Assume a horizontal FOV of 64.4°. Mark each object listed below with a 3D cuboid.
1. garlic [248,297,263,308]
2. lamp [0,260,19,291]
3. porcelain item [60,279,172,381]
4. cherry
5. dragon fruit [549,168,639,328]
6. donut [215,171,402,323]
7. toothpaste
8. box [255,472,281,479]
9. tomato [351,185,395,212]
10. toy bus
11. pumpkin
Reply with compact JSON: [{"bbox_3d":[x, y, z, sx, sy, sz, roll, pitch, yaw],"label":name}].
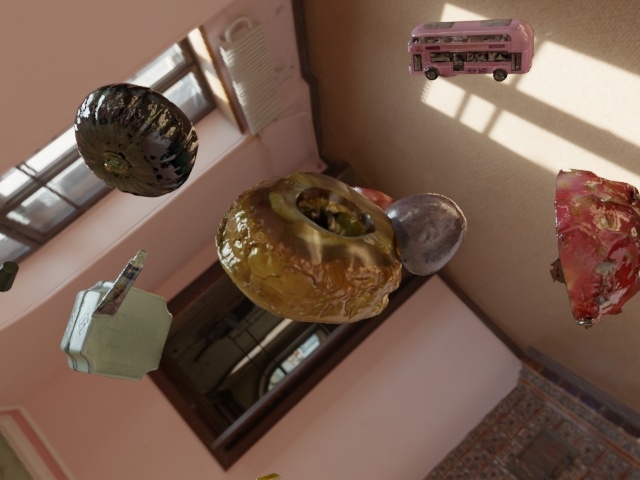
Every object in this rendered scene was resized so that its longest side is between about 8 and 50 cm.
[{"bbox_3d":[-0.100,0.070,1.335,0.292,0.210,0.237,52,-173,23],"label":"garlic"},{"bbox_3d":[-0.460,0.049,0.676,0.041,0.054,0.121,54,-155,11],"label":"lamp"},{"bbox_3d":[-0.629,0.281,1.578,0.157,0.281,0.286,0,161,37],"label":"porcelain item"},{"bbox_3d":[0.201,-0.020,1.017,0.176,0.176,0.140,52,-162,-21],"label":"cherry"},{"bbox_3d":[0.437,0.018,0.783,0.126,0.161,0.274,-6,95,39],"label":"dragon fruit"},{"bbox_3d":[0.000,0.000,0.848,0.330,0.160,0.330,25,-145,-19],"label":"donut"},{"bbox_3d":[-0.496,0.114,1.272,0.037,0.216,0.062,42,-169,38],"label":"toothpaste"},{"bbox_3d":[-0.129,0.555,1.025,0.023,0.155,0.087,14,169,27],"label":"box"},{"bbox_3d":[0.151,-0.075,1.473,0.173,0.099,0.189,13,163,37],"label":"tomato"},{"bbox_3d":[0.248,-0.319,0.851,0.203,0.063,0.090,8,135,26],"label":"toy bus"},{"bbox_3d":[-0.299,-0.156,0.820,0.202,0.140,0.202,11,138,10],"label":"pumpkin"}]
